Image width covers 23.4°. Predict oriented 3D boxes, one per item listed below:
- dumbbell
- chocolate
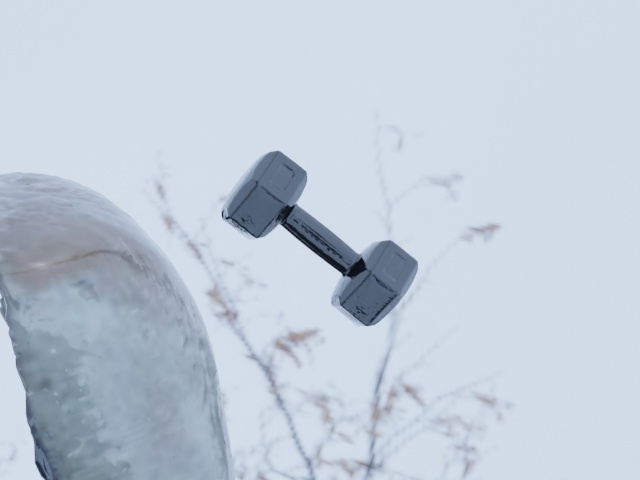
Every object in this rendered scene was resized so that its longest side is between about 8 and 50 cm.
[{"bbox_3d":[0.000,0.000,0.637,0.040,0.083,0.036,-48,9,22],"label":"dumbbell"},{"bbox_3d":[-0.098,0.108,0.783,0.100,0.185,0.303,-17,-68,-15],"label":"chocolate"}]
